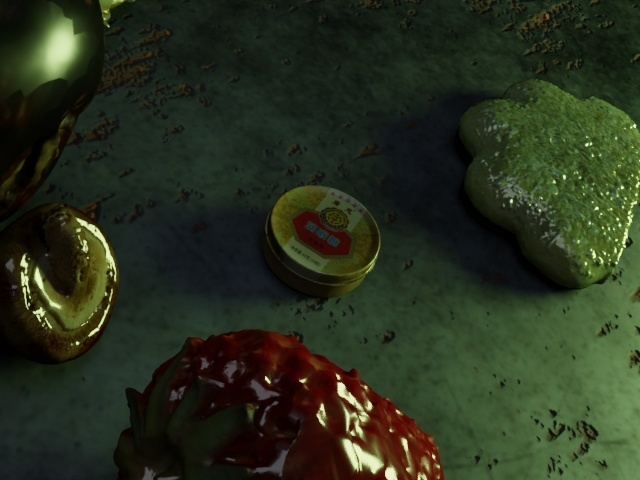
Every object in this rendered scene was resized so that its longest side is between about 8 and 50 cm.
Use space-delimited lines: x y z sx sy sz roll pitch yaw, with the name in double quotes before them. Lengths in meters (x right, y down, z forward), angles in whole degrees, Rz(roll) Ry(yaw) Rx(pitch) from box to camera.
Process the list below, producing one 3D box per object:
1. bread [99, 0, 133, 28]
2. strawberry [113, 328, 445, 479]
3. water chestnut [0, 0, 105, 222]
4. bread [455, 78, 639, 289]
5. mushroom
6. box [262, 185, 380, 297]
"bread" -0.256 -0.388 0.973 0.250 0.225 0.279 23 44 -4
"strawberry" -0.011 0.166 0.677 0.244 0.205 0.205 12 46 -41
"water chestnut" -0.317 -0.125 0.656 0.302 0.350 0.350 39 47 -12
"bread" 0.239 -0.082 1.036 0.207 0.056 0.286 27 47 -2
"mushroom" -0.198 0.033 0.735 0.087 0.127 0.127 -7 39 31
"box" 0.000 0.000 0.885 0.106 0.037 0.105 11 50 -13
